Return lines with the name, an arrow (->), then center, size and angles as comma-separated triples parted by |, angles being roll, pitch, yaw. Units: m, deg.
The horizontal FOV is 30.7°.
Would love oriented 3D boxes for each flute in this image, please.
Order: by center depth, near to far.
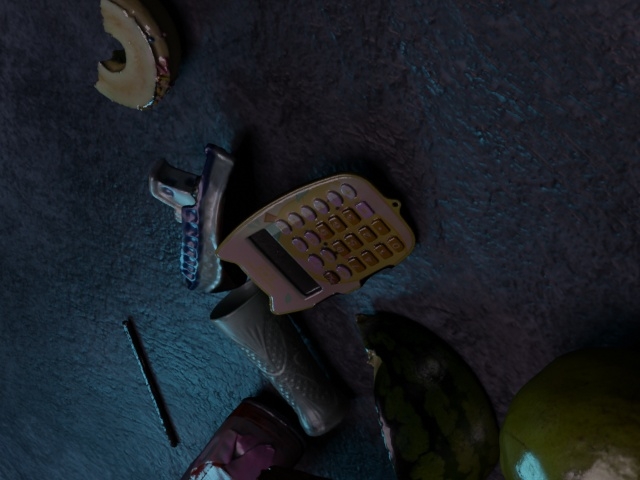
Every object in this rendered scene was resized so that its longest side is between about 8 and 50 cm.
flute -> -0.276, 0.236, 1.892 | 0.014, 0.014, 0.269 | 11, 130, 36

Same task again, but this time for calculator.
calculator -> 0.000, 0.000, 1.364 | 0.236, 0.033, 0.157 | -26, 119, 31

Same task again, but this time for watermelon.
watermelon -> 0.121, 0.249, 1.449 | 0.159, 0.128, 0.303 | 5, 126, 40

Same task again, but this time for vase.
vase -> -0.048, 0.159, 1.558 | 0.096, 0.096, 0.219 | -18, 113, 49

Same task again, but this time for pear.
pear -> 0.300, 0.211, 1.192 | 0.269, 0.212, 0.212 | -11, 115, 54

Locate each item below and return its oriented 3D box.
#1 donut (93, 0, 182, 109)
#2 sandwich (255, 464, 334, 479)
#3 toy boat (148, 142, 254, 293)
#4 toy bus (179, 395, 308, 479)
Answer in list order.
donut -> -0.211, -0.223, 1.388 | 0.108, 0.065, 0.166 | 36, 140, 13
sandwich -> 0.044, 0.470, 1.601 | 0.325, 0.131, 0.262 | 13, 111, 3
toy boat -> -0.152, -0.025, 1.463 | 0.115, 0.114, 0.262 | 15, 137, 16
toy bus -> -0.131, 0.359, 1.770 | 0.127, 0.147, 0.303 | 38, 142, 1
